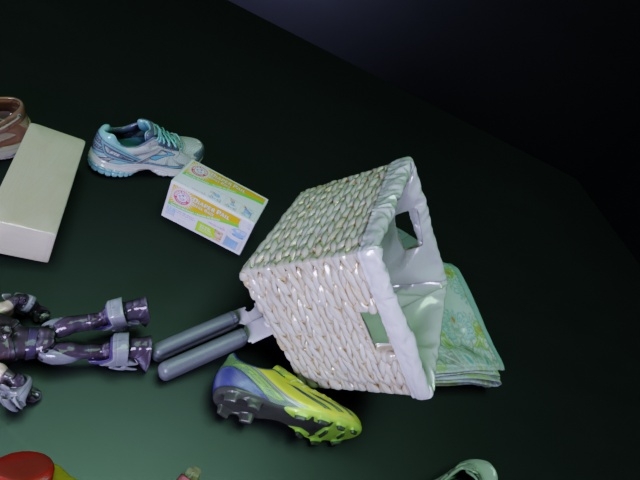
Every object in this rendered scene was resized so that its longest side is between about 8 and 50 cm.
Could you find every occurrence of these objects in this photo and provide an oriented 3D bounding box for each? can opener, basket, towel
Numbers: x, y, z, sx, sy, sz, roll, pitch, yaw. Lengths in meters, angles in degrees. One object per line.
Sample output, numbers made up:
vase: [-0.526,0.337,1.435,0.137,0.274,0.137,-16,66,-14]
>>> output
can opener: [-0.172,0.180,0.795,0.280,0.093,0.074,-18,64,-36]
basket: [0.075,0.068,0.816,0.329,0.266,0.331,66,32,-27]
towel: [0.283,0.196,1.090,0.320,0.090,0.375,10,45,-28]

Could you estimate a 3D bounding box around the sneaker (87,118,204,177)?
sneaker: [-0.395,-0.225,1.008,0.282,0.122,0.110,-19,63,-45]

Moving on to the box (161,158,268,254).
box: [-0.243,-0.077,0.974,0.203,0.114,0.103,27,39,-7]

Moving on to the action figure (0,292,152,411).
action figure: [-0.410,0.155,0.638,0.284,0.099,0.186,2,56,-29]

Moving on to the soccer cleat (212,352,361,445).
soccer cleat: [-0.050,0.282,0.762,0.288,0.093,0.121,23,35,-15]

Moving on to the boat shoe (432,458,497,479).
boat shoe: [0.283,0.477,0.811,0.226,0.076,0.083,-2,52,-37]

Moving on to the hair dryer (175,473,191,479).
hair dryer: [-0.260,0.355,0.462,0.080,0.224,0.293,9,10,42]

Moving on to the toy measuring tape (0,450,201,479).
toy measuring tape: [-0.320,0.322,0.538,0.330,0.121,0.122,14,40,-48]

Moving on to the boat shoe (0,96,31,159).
boat shoe: [-0.696,-0.196,0.768,0.123,0.116,0.324,37,39,3]

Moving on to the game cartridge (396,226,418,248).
game cartridge: [0.119,-0.006,1.130,0.297,0.062,0.198,29,38,27]

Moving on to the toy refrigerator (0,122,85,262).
toy refrigerator: [-0.537,-0.095,0.802,0.102,0.094,0.270,17,42,-31]
